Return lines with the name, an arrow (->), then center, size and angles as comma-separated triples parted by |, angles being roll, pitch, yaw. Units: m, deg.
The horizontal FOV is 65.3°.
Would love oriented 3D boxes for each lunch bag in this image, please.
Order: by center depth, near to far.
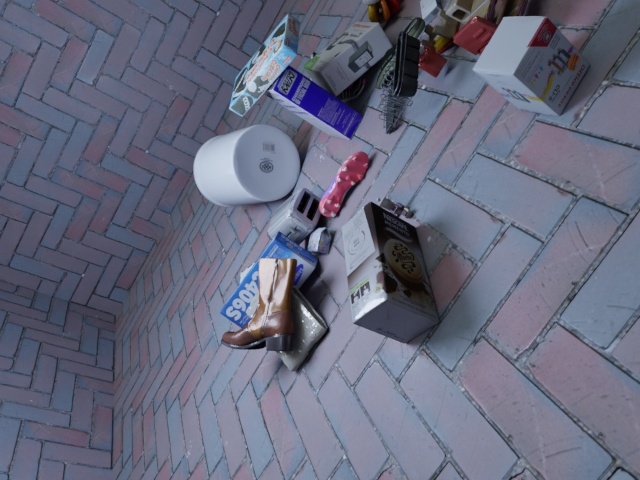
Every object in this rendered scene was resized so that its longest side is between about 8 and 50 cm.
lunch bag -> 0.000, 0.000, 1.632 | 0.071, 0.053, 0.083 | -6, 73, 59

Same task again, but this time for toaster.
toaster -> -0.081, -0.080, 1.723 | 0.146, 0.129, 0.227 | -40, 18, 39

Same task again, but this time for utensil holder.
utensil holder -> -0.311, -0.304, 2.098 | 0.385, 0.328, 0.327 | 4, 72, 56

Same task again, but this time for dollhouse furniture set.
dollhouse furniture set -> 0.405, -0.553, 1.347 | 0.374, 0.152, 0.201 | 161, 129, -74
dollhouse furniture set -> 0.174, -0.058, 1.363 | 0.114, 0.081, 0.091 | -59, 30, 10

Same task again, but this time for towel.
towel -> -0.110, 0.242, 1.541 | 0.282, 0.049, 0.187 | 46, 112, 33

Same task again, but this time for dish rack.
dish rack -> 0.226, -0.460, 1.508 | 0.271, 0.074, 0.208 | 123, 157, -68

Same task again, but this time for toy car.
toy car -> 0.236, -0.898, 1.871 | 0.136, 0.159, 0.182 | -2, 61, 20

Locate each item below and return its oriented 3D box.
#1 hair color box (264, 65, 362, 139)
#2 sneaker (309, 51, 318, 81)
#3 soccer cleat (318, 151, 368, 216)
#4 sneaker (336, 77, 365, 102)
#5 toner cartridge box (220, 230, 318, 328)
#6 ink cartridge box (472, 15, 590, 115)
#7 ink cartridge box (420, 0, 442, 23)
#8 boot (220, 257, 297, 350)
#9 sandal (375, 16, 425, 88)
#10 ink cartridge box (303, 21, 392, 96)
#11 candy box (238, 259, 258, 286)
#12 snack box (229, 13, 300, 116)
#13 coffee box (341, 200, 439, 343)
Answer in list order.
hair color box -> -0.038, -0.490, 1.773 | 0.110, 0.339, 0.185 | -63, 29, 4
sneaker -> -0.016, -0.696, 2.136 | 0.122, 0.110, 0.283 | -46, 34, 36
soccer cleat -> 0.069, -0.190, 1.642 | 0.248, 0.083, 0.095 | -59, 25, 15
sneaker -> 0.099, -0.572, 1.886 | 0.170, 0.075, 0.063 | -11, 59, 55
toner cartridge box -> -0.174, 0.154, 1.667 | 0.348, 0.165, 0.075 | -53, 7, 21
ink cartridge box -> 0.448, -0.368, 1.063 | 0.128, 0.176, 0.127 | -61, 32, 8
ink cartridge box -> 0.366, -0.780, 1.660 | 0.063, 0.029, 0.115 | -37, 38, 40
boot -> -0.191, 0.191, 1.522 | 0.264, 0.096, 0.280 | -8, 77, 37
sandal -> 0.259, -0.579, 1.605 | 0.303, 0.086, 0.120 | -39, 31, 63
ink cartridge box -> 0.098, -0.671, 1.834 | 0.273, 0.115, 0.198 | -40, 32, 0
candy box -> -0.217, 0.152, 1.845 | 0.233, 0.071, 0.159 | -33, 43, 42
snack box -> -0.189, -0.583, 1.677 | 0.322, 0.060, 0.187 | -35, 40, 39
coffee box -> 0.159, 0.072, 1.200 | 0.119, 0.168, 0.297 | -42, 37, 34
